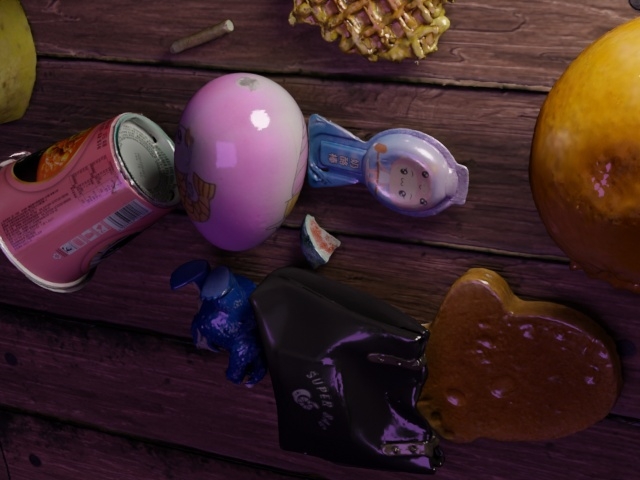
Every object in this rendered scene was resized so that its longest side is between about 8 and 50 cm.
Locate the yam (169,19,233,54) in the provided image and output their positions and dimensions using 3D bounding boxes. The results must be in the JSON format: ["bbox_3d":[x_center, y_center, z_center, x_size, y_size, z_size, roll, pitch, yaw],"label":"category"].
[{"bbox_3d":[-0.175,-0.295,1.606,0.116,0.021,0.021,-16,109,32],"label":"yam"}]

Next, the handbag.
[{"bbox_3d":[0.050,0.218,1.674,0.288,0.152,0.342,9,123,36],"label":"handbag"}]

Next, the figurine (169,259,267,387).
[{"bbox_3d":[-0.139,0.134,1.779,0.164,0.120,0.262,40,156,34],"label":"figurine"}]

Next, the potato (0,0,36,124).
[{"bbox_3d":[-0.636,-0.308,1.684,0.330,0.280,0.213,40,130,4],"label":"potato"}]

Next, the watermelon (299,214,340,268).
[{"bbox_3d":[0.000,0.000,1.673,0.061,0.085,0.085,-8,120,-13],"label":"watermelon"}]

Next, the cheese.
[{"bbox_3d":[0.092,-0.102,1.554,0.244,0.052,0.135,15,123,20],"label":"cheese"}]

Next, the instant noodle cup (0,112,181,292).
[{"bbox_3d":[-0.351,-0.073,1.718,0.255,0.244,0.244,-27,102,28],"label":"instant noodle cup"}]

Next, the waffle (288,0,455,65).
[{"bbox_3d":[0.065,-0.355,1.428,0.245,0.052,0.254,17,122,20],"label":"waffle"}]

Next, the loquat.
[{"bbox_3d":[0.397,-0.093,1.244,0.328,0.328,0.329,13,122,21],"label":"loquat"}]

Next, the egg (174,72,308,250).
[{"bbox_3d":[-0.111,-0.107,1.573,0.196,0.196,0.271,9,125,23],"label":"egg"}]

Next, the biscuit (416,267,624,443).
[{"bbox_3d":[0.263,0.169,1.614,0.343,0.057,0.287,-16,109,35],"label":"biscuit"}]
